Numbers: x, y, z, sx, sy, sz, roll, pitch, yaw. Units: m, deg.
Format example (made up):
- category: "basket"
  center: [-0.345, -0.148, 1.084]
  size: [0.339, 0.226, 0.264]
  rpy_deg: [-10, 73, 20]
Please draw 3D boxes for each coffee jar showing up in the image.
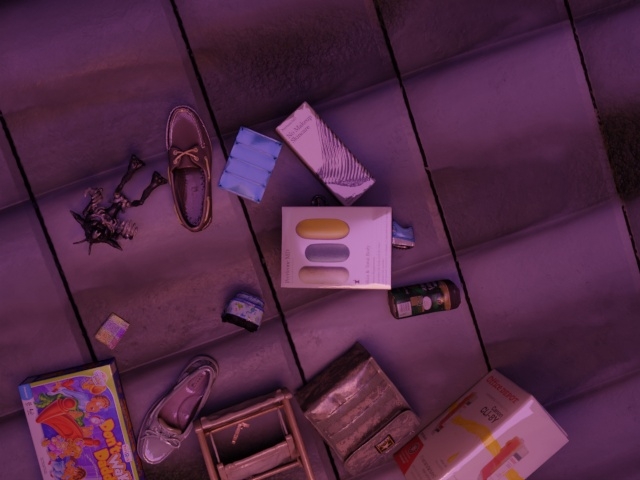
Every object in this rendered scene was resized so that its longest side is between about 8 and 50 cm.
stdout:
- category: "coffee jar"
  center: [0.277, 0.155, 1.862]
  size: [0.184, 0.096, 0.079]
  rpy_deg: [-9, 99, -6]

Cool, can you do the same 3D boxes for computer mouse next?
- category: "computer mouse"
  center: [0.000, 0.000, 1.852]
  size: [0.071, 0.041, 0.242]
  rpy_deg: [1, 90, 6]

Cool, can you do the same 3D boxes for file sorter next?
- category: "file sorter"
  center: [-0.178, -0.193, 1.776]
  size: [0.118, 0.104, 0.170]
  rpy_deg: [21, 92, -8]

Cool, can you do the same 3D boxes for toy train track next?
- category: "toy train track"
  center: [-0.222, 0.511, 1.882]
  size: [0.048, 0.014, 0.083]
  rpy_deg: [21, 93, -8]

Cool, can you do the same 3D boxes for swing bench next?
- category: "swing bench"
  center: [-0.176, 0.530, 1.801]
  size: [0.253, 0.165, 0.255]
  rpy_deg: [-17, 94, -13]

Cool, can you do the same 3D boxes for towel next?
- category: "towel"
  center: [-0.545, 0.237, 1.823]
  size: [0.060, 0.009, 0.083]
  rpy_deg: [36, 90, -7]

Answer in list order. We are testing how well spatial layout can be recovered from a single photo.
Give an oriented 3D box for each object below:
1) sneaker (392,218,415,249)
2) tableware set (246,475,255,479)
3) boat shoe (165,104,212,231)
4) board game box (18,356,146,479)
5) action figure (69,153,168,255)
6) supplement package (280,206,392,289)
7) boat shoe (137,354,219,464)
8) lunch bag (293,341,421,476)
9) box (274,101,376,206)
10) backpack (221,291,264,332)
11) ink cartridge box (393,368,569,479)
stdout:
- category: "sneaker"
  center: [0.174, -0.023, 1.863]
  size: [0.162, 0.063, 0.073]
  rpy_deg: [11, 75, -10]
- category: "tableware set"
  center: [-0.176, 0.714, 1.893]
  size: [0.194, 0.039, 0.128]
  rpy_deg: [18, 93, -7]
- category: "boat shoe"
  center: [-0.331, -0.182, 1.763]
  size: [0.116, 0.097, 0.325]
  rpy_deg: [-5, 96, -6]
- category: "board game box"
  center: [-0.612, 0.501, 1.806]
  size: [0.233, 0.078, 0.347]
  rpy_deg: [-13, 96, -5]
- category: "action figure"
  center: [-0.513, -0.079, 1.733]
  size: [0.164, 0.141, 0.276]
  rpy_deg: [39, 87, -12]
- category: "supplement package"
  center: [0.046, 0.018, 1.726]
  size: [0.262, 0.198, 0.200]
  rpy_deg: [1, 89, 6]
- category: "boat shoe"
  center: [-0.373, 0.448, 1.814]
  size: [0.118, 0.103, 0.320]
  rpy_deg: [36, 90, -8]
- category: "lunch bag"
  center: [0.108, 0.462, 1.840]
  size: [0.235, 0.169, 0.287]
  rpy_deg: [-38, 106, -5]
- category: "box"
  center: [0.011, -0.219, 1.799]
  size: [0.113, 0.094, 0.275]
  rpy_deg: [-44, 99, 0]
- category: "backpack"
  center: [-0.195, 0.182, 1.804]
  size: [0.105, 0.114, 0.084]
  rpy_deg: [22, 73, -6]
- category: "ink cartridge box"
  center: [0.407, 0.542, 1.822]
  size: [0.384, 0.279, 0.160]
  rpy_deg: [-40, 97, -2]
